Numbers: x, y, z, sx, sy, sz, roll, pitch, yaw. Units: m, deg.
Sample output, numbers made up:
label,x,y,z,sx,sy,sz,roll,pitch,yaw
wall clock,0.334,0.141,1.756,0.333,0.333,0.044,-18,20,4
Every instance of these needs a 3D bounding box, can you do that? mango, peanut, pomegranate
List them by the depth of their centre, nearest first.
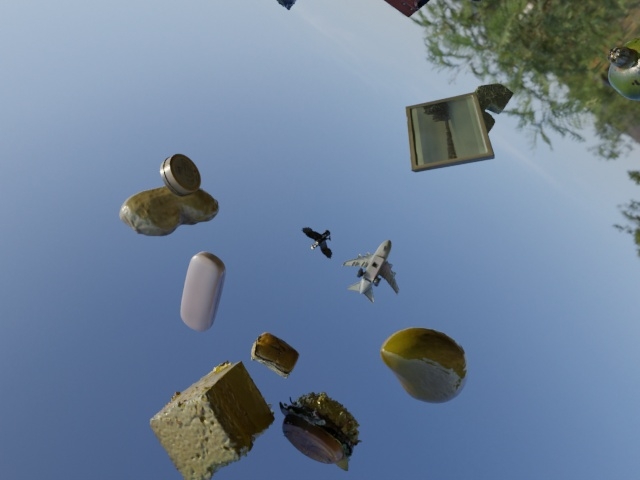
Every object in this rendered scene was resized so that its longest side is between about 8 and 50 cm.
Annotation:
label,x,y,z,sx,sy,sz,roll,pitch,yaw
mango,0.290,0.326,1.300,0.332,0.195,0.142,54,-173,-43
peanut,-0.401,-0.080,1.305,0.253,0.122,0.137,-19,-112,-16
pomegranate,0.878,-0.482,1.351,0.209,0.180,0.180,7,-139,-20

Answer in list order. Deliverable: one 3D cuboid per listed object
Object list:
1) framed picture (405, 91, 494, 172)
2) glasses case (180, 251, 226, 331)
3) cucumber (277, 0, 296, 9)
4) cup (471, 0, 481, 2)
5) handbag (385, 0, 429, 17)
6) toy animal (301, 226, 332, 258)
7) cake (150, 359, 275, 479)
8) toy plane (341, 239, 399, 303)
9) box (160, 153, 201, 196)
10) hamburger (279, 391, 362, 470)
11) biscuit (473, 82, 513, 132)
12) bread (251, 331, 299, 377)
label,x,y,z,sx,sy,sz,roll,pitch,yaw
framed picture,0.351,-0.307,1.365,0.016,0.213,0.289,67,-159,-46
glasses case,-0.377,0.168,1.563,0.113,0.297,0.075,26,-150,10
cucumber,-0.084,-0.516,0.873,0.072,0.072,0.300,43,180,11
cup,0.328,-0.557,1.026,0.078,0.100,0.077,39,-163,-49
handbag,0.187,-0.621,1.147,0.190,0.127,0.063,20,-115,-30
toy animal,0.000,0.000,2.234,0.220,0.108,0.062,43,-159,-28
cake,-0.279,0.488,1.379,0.228,0.222,0.286,60,-158,-2
toy plane,0.216,0.111,1.938,0.251,0.255,0.101,28,-179,13
box,-0.344,-0.161,1.208,0.105,0.037,0.106,40,-141,-42
hamburger,-0.004,0.529,1.398,0.261,0.243,0.139,15,-132,27
biscuit,0.669,-0.543,1.980,0.147,0.046,0.250,35,-106,5
bread,-0.101,0.253,1.101,0.106,0.053,0.072,33,-131,1
